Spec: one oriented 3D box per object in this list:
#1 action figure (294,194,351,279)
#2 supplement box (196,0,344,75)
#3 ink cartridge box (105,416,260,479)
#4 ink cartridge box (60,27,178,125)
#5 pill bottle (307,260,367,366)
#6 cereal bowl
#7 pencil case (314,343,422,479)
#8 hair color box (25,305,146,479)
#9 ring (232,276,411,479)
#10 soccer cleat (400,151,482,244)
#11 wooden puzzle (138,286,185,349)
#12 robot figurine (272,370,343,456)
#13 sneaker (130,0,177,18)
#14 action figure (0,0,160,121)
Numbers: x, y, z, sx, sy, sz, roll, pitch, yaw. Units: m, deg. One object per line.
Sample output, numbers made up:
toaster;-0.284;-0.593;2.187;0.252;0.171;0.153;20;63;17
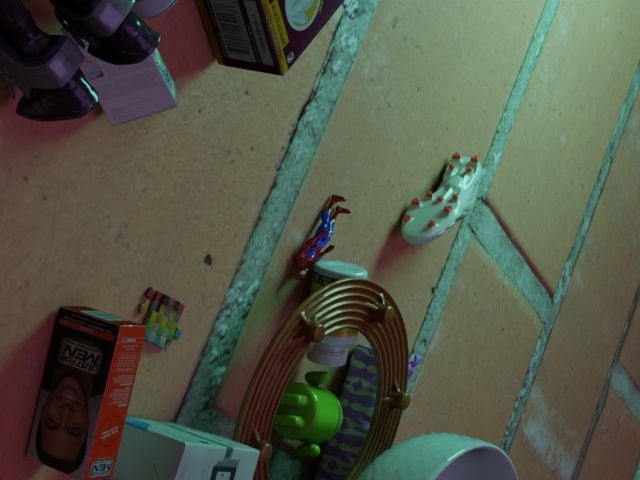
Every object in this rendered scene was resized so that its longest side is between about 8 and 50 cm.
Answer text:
action figure;0.000;0.000;1.516;0.115;0.030;0.038;-57;152;-26
supplement box;-0.033;-0.261;1.277;0.188;0.081;0.104;-55;145;-33
ink cartridge box;-0.135;0.219;1.301;0.180;0.104;0.060;23;81;-62
ink cartridge box;-0.169;-0.152;1.106;0.115;0.063;0.029;67;10;-47
pill bottle;0.016;0.086;1.543;0.065;0.065;0.116;-10;111;-59
cereal bowl;0.092;0.379;1.518;0.339;0.141;0.339;-25;121;-49
pencil case;0.058;0.234;1.664;0.086;0.088;0.206;19;86;-62
hair color box;-0.208;0.135;1.165;0.043;0.072;0.141;6;97;-62
ring;0.013;0.208;1.490;0.336;0.032;0.336;-26;123;-48
soccer cleat;0.168;-0.042;1.753;0.196;0.068;0.076;-50;146;-43
wooden puzzle;-0.157;0.079;1.296;0.083;0.006;0.049;37;71;-59
robot figurine;-0.017;0.203;1.538;0.115;0.067;0.101;26;67;-60
sneaker;-0.095;-0.287;1.142;0.258;0.094;0.091;-64;145;-20
action figure;-0.237;-0.212;0.934;0.185;0.099;0.285;-53;137;-22
